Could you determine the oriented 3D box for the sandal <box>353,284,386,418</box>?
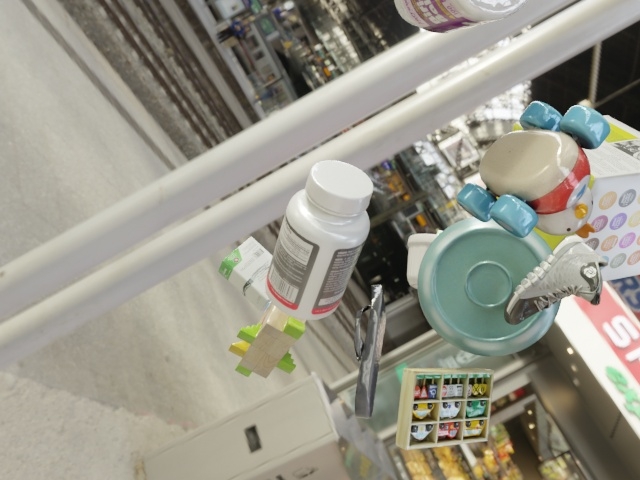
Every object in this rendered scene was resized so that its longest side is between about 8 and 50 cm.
[{"bbox_3d":[0.079,0.186,1.090,0.097,0.054,0.255,76,23,-53],"label":"sandal"}]

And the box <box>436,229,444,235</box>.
[{"bbox_3d":[0.463,0.119,1.933,0.262,0.230,0.127,85,27,-45],"label":"box"}]

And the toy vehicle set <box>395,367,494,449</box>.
[{"bbox_3d":[0.285,0.373,1.369,0.035,0.266,0.166,1,-95,55],"label":"toy vehicle set"}]

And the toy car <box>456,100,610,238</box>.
[{"bbox_3d":[0.405,-0.076,1.039,0.238,0.219,0.210,37,2,-23],"label":"toy car"}]

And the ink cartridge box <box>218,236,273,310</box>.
[{"bbox_3d":[-0.219,0.114,2.077,0.208,0.153,0.087,42,-39,7],"label":"ink cartridge box"}]

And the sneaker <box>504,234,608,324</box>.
[{"bbox_3d":[0.484,0.106,1.222,0.132,0.229,0.086,44,8,37],"label":"sneaker"}]

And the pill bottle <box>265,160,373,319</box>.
[{"bbox_3d":[0.000,0.000,1.275,0.176,0.176,0.319,-116,-145,-43],"label":"pill bottle"}]

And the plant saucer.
[{"bbox_3d":[0.373,0.099,1.353,0.318,0.317,0.043,62,11,11],"label":"plant saucer"}]

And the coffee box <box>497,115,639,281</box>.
[{"bbox_3d":[0.712,-0.115,1.652,0.338,0.334,0.338,-121,-151,-51],"label":"coffee box"}]

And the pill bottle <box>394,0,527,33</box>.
[{"bbox_3d":[0.235,-0.456,1.065,0.169,0.169,0.301,60,-5,-17],"label":"pill bottle"}]

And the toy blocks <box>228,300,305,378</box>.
[{"bbox_3d":[-0.113,0.226,1.798,0.190,0.381,0.261,29,50,-5],"label":"toy blocks"}]

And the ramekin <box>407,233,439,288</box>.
[{"bbox_3d":[0.346,0.078,1.560,0.273,0.272,0.127,48,55,-78],"label":"ramekin"}]
